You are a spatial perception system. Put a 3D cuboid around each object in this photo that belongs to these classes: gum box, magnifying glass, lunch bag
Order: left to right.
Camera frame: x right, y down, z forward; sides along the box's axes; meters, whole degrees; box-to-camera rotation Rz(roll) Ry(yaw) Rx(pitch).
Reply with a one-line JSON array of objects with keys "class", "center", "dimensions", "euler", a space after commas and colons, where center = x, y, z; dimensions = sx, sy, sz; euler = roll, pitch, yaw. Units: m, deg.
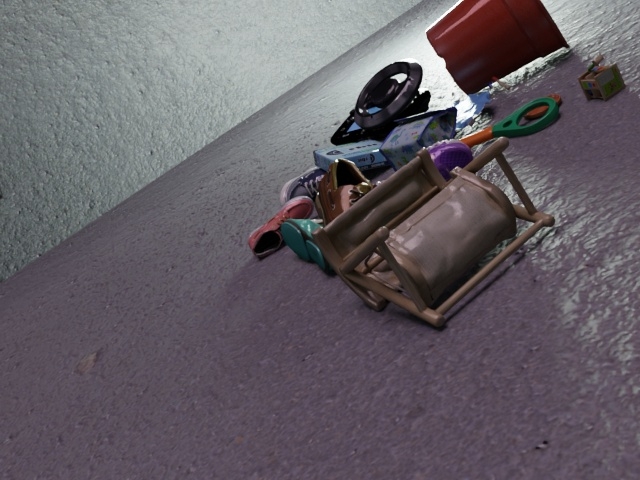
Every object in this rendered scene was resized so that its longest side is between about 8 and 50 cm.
[{"class": "gum box", "center": [0.081, -0.201, 1.928], "dimensions": [0.157, 0.041, 0.184], "euler": [-13, 16, -12]}, {"class": "lunch bag", "center": [0.221, -0.233, 1.767], "dimensions": [0.129, 0.096, 0.151], "euler": [-6, 40, 51]}, {"class": "magnifying glass", "center": [0.377, -0.230, 1.643], "dimensions": [0.231, 0.026, 0.092], "euler": [-18, 34, 35]}]

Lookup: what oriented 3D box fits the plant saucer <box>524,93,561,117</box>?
[{"class": "plant saucer", "center": [0.458, -0.275, 1.662], "dimensions": [0.083, 0.013, 0.083], "euler": [-28, 18, 10]}]

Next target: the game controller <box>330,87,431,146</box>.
[{"class": "game controller", "center": [0.159, -0.330, 2.186], "dimensions": [0.166, 0.067, 0.319], "euler": [-43, 21, -32]}]

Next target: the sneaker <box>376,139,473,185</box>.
[{"class": "sneaker", "center": [0.188, -0.095, 1.511], "dimensions": [0.236, 0.095, 0.104], "euler": [-33, 23, 12]}]

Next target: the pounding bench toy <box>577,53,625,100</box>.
[{"class": "pounding bench toy", "center": [0.531, -0.318, 1.546], "dimensions": [0.052, 0.083, 0.065], "euler": [-35, 19, -10]}]

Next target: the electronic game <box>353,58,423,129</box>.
[{"class": "electronic game", "center": [0.178, -0.389, 2.136], "dimensions": [0.229, 0.048, 0.229], "euler": [-34, 34, 27]}]

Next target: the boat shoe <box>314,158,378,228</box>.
[{"class": "boat shoe", "center": [0.060, -0.056, 1.452], "dimensions": [0.111, 0.104, 0.307], "euler": [4, 26, -24]}]

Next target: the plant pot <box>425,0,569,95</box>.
[{"class": "plant pot", "center": [0.421, -0.510, 1.975], "dimensions": [0.265, 0.272, 0.272], "euler": [-33, 17, 19]}]

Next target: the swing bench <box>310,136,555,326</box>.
[{"class": "swing bench", "center": [0.164, -0.018, 1.235], "dimensions": [0.253, 0.165, 0.255], "euler": [-38, 14, -17]}]

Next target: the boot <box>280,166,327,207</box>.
[{"class": "boot", "center": [-0.020, -0.134, 1.953], "dimensions": [0.086, 0.069, 0.190], "euler": [-11, 24, 36]}]

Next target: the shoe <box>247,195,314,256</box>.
[{"class": "shoe", "center": [-0.084, -0.029, 1.799], "dimensions": [0.178, 0.063, 0.081], "euler": [-36, 20, 2]}]

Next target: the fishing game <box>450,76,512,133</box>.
[{"class": "fishing game", "center": [0.318, -0.278, 1.849], "dimensions": [0.264, 0.041, 0.189], "euler": [-36, 17, 10]}]

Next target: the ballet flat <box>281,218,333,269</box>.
[{"class": "ballet flat", "center": [0.000, 0.000, 1.577], "dimensions": [0.087, 0.083, 0.247], "euler": [-22, 19, -16]}]
